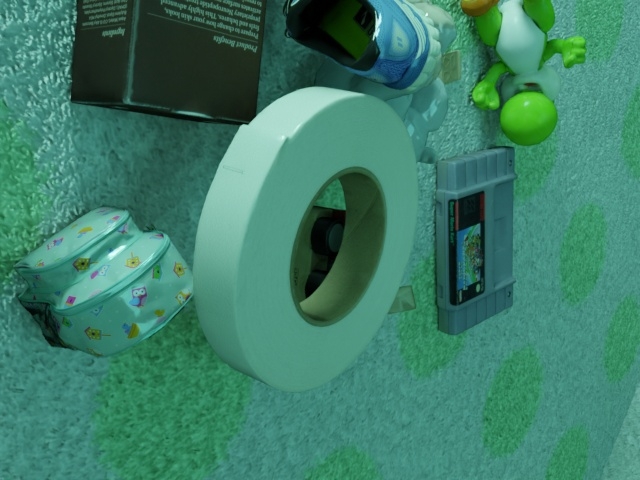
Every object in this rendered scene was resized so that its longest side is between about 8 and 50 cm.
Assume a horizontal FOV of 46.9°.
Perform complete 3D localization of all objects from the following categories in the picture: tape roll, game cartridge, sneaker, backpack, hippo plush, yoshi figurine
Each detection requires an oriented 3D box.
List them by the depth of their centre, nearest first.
[{"bbox_3d":[-0.243,0.046,0.845,0.166,0.188,0.144,-40,125,-32],"label":"backpack"},{"bbox_3d":[0.000,0.000,0.940,0.392,0.072,0.392,-29,128,-46],"label":"tape roll"},{"bbox_3d":[0.010,-0.323,0.949,0.147,0.330,0.129,-5,137,-48],"label":"sneaker"},{"bbox_3d":[0.120,-0.212,1.130,0.236,0.234,0.294,46,65,-40],"label":"hippo plush"},{"bbox_3d":[0.395,-0.332,1.434,0.203,0.203,0.362,-39,128,-15],"label":"yoshi figurine"},{"bbox_3d":[0.322,-0.002,1.511,0.230,0.068,0.355,-20,112,-46],"label":"game cartridge"}]

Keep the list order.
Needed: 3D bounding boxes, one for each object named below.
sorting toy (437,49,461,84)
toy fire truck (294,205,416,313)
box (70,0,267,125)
[{"bbox_3d":[0.240,-0.338,1.385,0.062,0.012,0.083,-23,118,-36],"label":"sorting toy"},{"bbox_3d":[0.037,0.057,1.179,0.246,0.159,0.217,-3,101,-57],"label":"toy fire truck"},{"bbox_3d":[-0.168,-0.338,0.880,0.191,0.143,0.381,2,95,-46],"label":"box"}]
